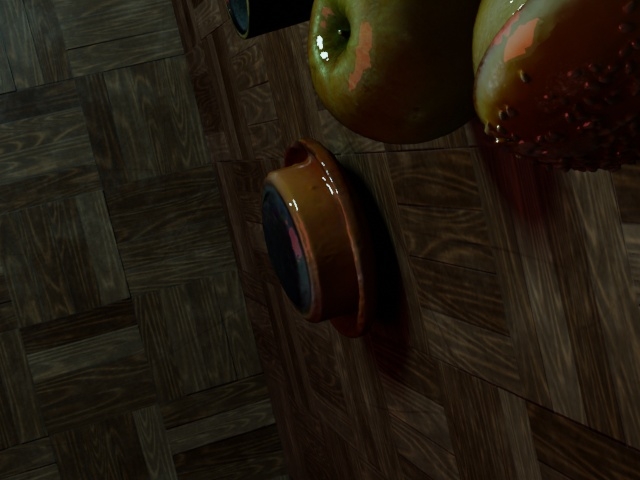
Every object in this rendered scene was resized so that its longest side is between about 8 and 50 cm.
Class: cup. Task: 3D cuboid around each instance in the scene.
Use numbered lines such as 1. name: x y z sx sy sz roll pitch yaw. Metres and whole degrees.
1. cup: -0.061 -0.413 1.660 0.239 0.177 0.166 -134 31 -63

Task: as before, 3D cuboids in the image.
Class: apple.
1. apple: 0.099 -0.225 1.240 0.237 0.207 0.237 9 101 60

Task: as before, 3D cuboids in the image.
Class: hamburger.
1. hamburger: 0.210 -0.140 0.764 0.237 0.237 0.147 93 155 -51

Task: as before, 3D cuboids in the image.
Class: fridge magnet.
1. fridge magnet: 0.000 0.000 1.905 0.363 0.155 0.363 164 90 -75
